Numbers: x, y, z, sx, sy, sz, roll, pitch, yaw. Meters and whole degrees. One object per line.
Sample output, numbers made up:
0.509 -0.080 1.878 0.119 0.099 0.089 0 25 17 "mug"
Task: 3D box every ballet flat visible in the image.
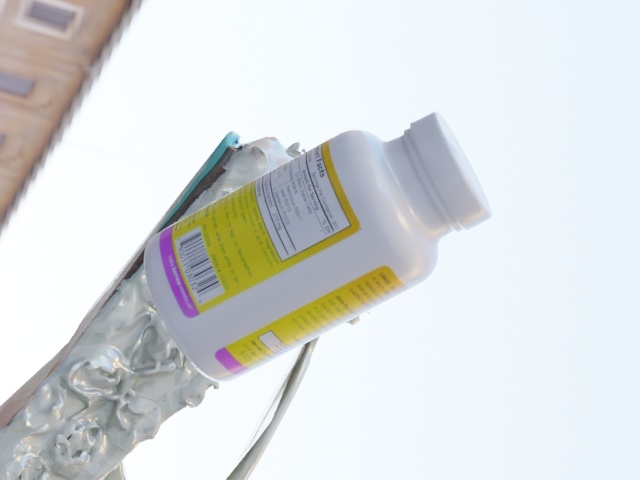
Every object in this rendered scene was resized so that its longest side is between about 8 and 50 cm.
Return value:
-0.122 0.121 0.795 0.409 0.147 0.147 -46 -155 -7 "ballet flat"

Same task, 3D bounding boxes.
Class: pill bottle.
0.000 0.000 0.410 0.083 0.043 0.043 -28 -138 11 "pill bottle"
